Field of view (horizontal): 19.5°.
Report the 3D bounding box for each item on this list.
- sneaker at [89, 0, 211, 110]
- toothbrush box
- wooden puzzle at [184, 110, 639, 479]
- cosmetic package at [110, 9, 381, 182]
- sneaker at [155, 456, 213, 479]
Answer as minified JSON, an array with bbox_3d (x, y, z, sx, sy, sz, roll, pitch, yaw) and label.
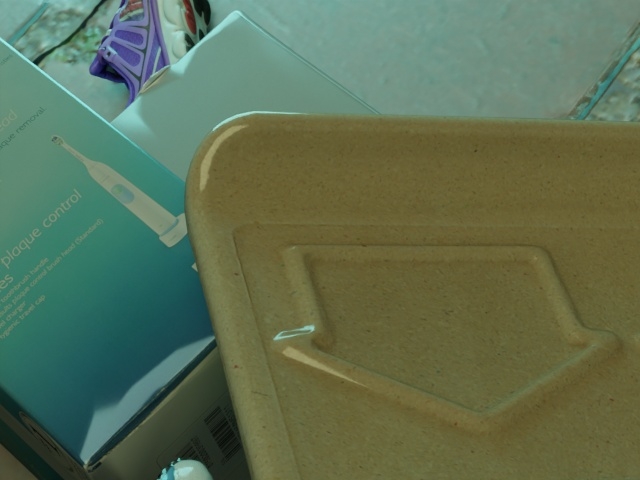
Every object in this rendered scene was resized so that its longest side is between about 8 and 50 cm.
[{"bbox_3d":[-0.105,-0.127,1.089,0.071,0.068,0.170,-19,54,13],"label":"sneaker"},{"bbox_3d":[-0.132,0.027,0.909,0.126,0.216,0.295,-43,60,-14],"label":"toothbrush box"},{"bbox_3d":[0.127,0.099,0.700,0.322,0.080,0.348,0,47,-17],"label":"wooden puzzle"},{"bbox_3d":[0.000,0.000,0.965,0.127,0.107,0.238,-42,56,-13],"label":"cosmetic package"},{"bbox_3d":[-0.010,0.161,0.677,0.083,0.071,0.191,-16,61,-9],"label":"sneaker"}]
